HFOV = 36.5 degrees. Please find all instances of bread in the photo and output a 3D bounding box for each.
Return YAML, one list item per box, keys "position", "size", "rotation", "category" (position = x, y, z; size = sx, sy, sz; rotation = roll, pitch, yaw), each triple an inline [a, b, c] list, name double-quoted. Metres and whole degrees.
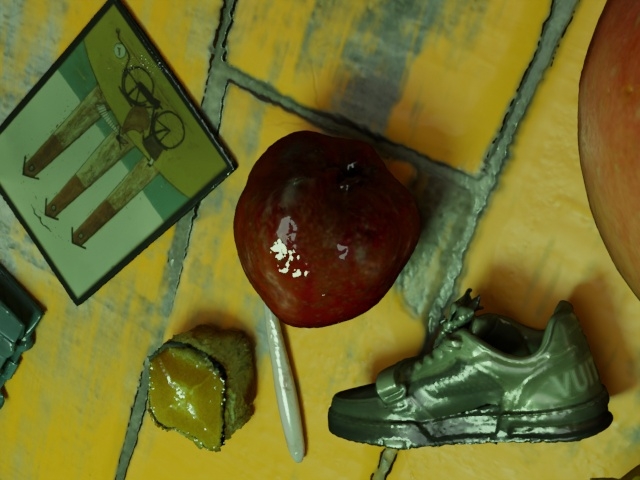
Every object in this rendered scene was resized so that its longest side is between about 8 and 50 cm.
- position: [-0.144, 0.169, 1.148]
  size: [0.128, 0.069, 0.140]
  rotation: [14, 115, 26]
  category: "bread"

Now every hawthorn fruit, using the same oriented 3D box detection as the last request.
- position: [0.000, 0.000, 0.967]
  size: [0.185, 0.185, 0.202]
  rotation: [34, 135, 16]
  category: "hawthorn fruit"

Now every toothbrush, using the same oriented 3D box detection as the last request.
- position: [-0.052, 0.114, 1.103]
  size: [0.025, 0.029, 0.307]
  rotation: [-5, 103, 22]
  category: "toothbrush"

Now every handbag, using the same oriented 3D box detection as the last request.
- position: [-0.480, 0.135, 1.325]
  size: [0.179, 0.062, 0.229]
  rotation: [43, 121, 10]
  category: "handbag"

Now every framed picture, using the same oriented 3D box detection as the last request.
- position: [-0.270, -0.096, 1.169]
  size: [0.324, 0.013, 0.244]
  rotation: [-38, 85, 31]
  category: "framed picture"

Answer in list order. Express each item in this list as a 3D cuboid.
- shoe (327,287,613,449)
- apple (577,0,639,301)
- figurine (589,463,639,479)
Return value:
- position: [0.133, 0.122, 0.965]
  size: [0.293, 0.109, 0.149]
  rotation: [-6, 98, 27]
  category: "shoe"
- position: [0.356, -0.056, 0.644]
  size: [0.364, 0.364, 0.364]
  rotation: [9, 109, 26]
  category: "apple"
- position: [0.365, 0.335, 0.828]
  size: [0.323, 0.231, 0.340]
  rotation: [-25, 93, 19]
  category: "figurine"
